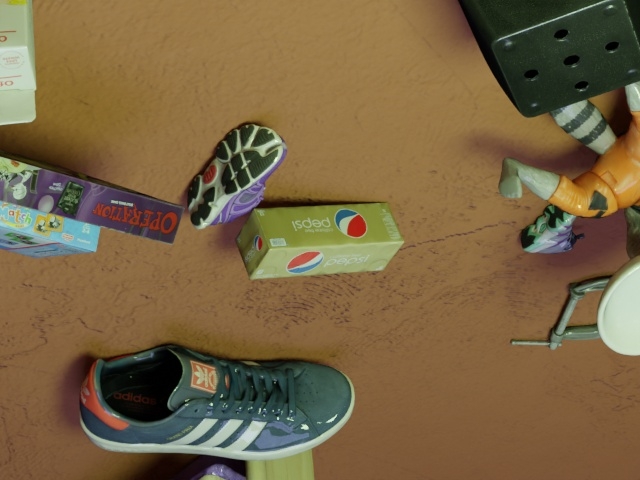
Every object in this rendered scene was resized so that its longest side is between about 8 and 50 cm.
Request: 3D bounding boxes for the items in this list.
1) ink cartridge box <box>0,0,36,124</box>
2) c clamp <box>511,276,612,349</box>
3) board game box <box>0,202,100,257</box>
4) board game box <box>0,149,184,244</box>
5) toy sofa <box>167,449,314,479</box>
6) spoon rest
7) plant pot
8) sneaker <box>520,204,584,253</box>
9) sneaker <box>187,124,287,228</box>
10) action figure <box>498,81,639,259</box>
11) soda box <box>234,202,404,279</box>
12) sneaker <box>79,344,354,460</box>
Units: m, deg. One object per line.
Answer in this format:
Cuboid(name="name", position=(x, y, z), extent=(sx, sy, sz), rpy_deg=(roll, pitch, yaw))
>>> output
Cuboid(name="ink cartridge box", position=(-0.315, -0.189, 1.597), extent=(0.104, 0.181, 0.062), rpy_deg=(-6, 144, -5))
Cuboid(name="c clamp", position=(0.335, 0.095, 2.262), extent=(0.137, 0.022, 0.161), rpy_deg=(3, 143, -16))
Cuboid(name="board game box", position=(-0.363, -0.025, 1.867), extent=(0.211, 0.039, 0.160), rpy_deg=(15, 169, -31))
Cuboid(name="board game box", position=(-0.321, -0.067, 1.706), extent=(0.347, 0.208, 0.056), rpy_deg=(16, 96, -51))
Cuboid(name="toy sofa", position=(-0.184, 0.359, 2.394), extent=(0.177, 0.150, 0.362), rpy_deg=(26, 131, -32))
Cuboid(name="spoon rest", position=(0.420, 0.034, 1.886), extent=(0.276, 0.084, 0.137), rpy_deg=(-29, 131, -4))
Cuboid(name="plant pot", position=(0.223, -0.231, 1.677), extent=(0.188, 0.167, 0.187), rpy_deg=(-19, 143, 11))
Cuboid(name="sneaker", position=(0.292, -0.014, 2.096), extent=(0.069, 0.038, 0.098), rpy_deg=(13, 148, -30))
Cuboid(name="sneaker", position=(-0.083, -0.071, 1.926), extent=(0.071, 0.068, 0.170), rpy_deg=(-1, 155, -36))
Cuboid(name="action figure", position=(0.382, -0.115, 1.924), extent=(0.330, 0.178, 0.341), rpy_deg=(24, 107, -47))
Cuboid(name="soda box", position=(0.000, 0.000, 1.996), extent=(0.181, 0.058, 0.061), rpy_deg=(-3, 146, -31))
Cuboid(name="sneaker", position=(-0.128, 0.192, 2.195), extent=(0.350, 0.131, 0.148), rpy_deg=(-5, 148, -6))
